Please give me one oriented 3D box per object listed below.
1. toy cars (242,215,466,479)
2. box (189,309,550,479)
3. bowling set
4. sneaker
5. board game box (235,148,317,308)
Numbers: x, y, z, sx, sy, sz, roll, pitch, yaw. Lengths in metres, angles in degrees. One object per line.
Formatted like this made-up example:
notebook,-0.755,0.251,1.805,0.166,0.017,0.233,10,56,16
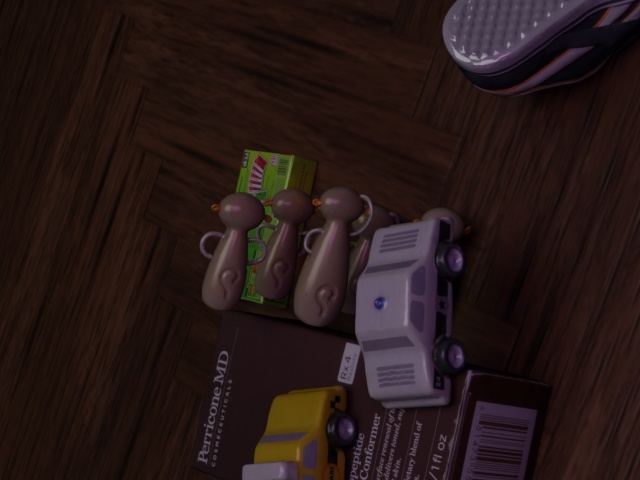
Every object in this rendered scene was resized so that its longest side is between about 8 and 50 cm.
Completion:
toy cars,0.023,0.150,1.485,0.176,0.087,0.393,45,111,42
box,0.042,0.198,1.614,0.381,0.143,0.191,9,87,48
bowling set,0.000,0.000,1.674,0.200,0.287,0.154,-130,52,-71
sneaker,0.277,-0.255,1.513,0.321,0.127,0.126,-29,64,9
board game box,-0.067,-0.015,1.843,0.092,0.043,0.181,10,87,47
